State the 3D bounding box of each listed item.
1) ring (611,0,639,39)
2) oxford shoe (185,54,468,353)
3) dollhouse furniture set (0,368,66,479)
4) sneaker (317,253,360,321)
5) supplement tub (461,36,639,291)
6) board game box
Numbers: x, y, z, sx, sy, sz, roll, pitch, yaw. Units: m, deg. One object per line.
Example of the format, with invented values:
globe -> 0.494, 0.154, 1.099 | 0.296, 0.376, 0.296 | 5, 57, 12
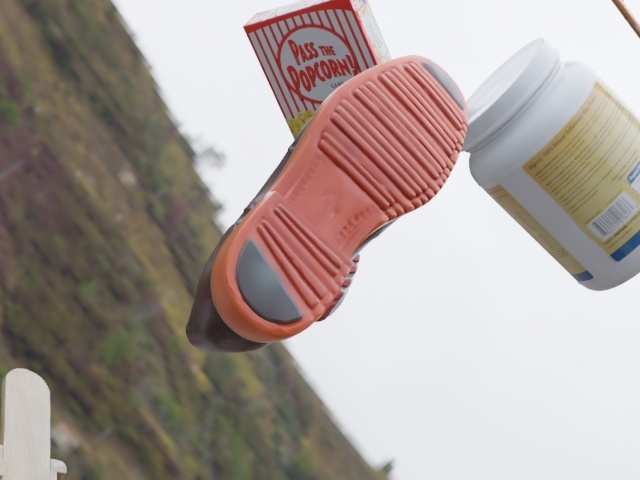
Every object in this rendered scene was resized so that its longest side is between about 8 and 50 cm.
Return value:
ring -> 0.411, -0.208, 2.083 | 0.336, 0.032, 0.336 | 50, 14, -17
oxford shoe -> 0.000, -0.028, 1.177 | 0.097, 0.271, 0.098 | 49, -36, -6
dollhouse furniture set -> -0.444, 0.223, 1.582 | 0.303, 0.174, 0.355 | 21, -46, -30
sneaker -> 0.000, 0.000, 1.958 | 0.093, 0.088, 0.225 | 92, 0, -49
supplement tub -> 0.224, -0.068, 1.589 | 0.200, 0.144, 0.144 | 44, -18, -9
board game box -> 0.015, -0.191, 2.085 | 0.147, 0.045, 0.193 | -13, -68, 31
